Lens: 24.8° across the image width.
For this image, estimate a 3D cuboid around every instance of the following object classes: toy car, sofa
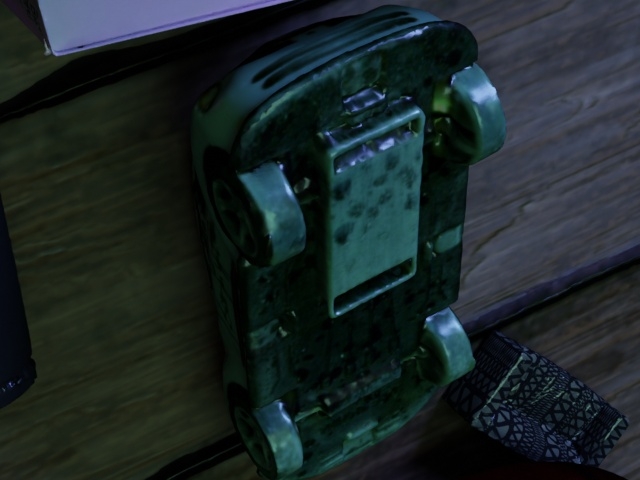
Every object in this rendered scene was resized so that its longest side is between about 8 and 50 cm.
[{"bbox_3d":[0.000,0.000,0.754,0.136,0.125,0.305,-27,145,-21],"label":"toy car"},{"bbox_3d":[0.140,0.108,0.930,0.118,0.039,0.060,33,94,-36],"label":"sofa"}]

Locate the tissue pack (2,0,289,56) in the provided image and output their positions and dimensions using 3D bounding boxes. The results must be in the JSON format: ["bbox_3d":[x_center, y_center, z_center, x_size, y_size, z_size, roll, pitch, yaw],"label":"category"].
[{"bbox_3d":[-0.030,-0.170,0.645,0.246,0.148,0.092,-17,120,-19],"label":"tissue pack"}]

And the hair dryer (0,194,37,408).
[{"bbox_3d":[-0.167,0.022,0.597,0.089,0.251,0.197,-9,116,-12],"label":"hair dryer"}]

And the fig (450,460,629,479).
[{"bbox_3d":[0.135,0.246,0.889,0.235,0.214,0.235,-1,104,-5],"label":"fig"}]
